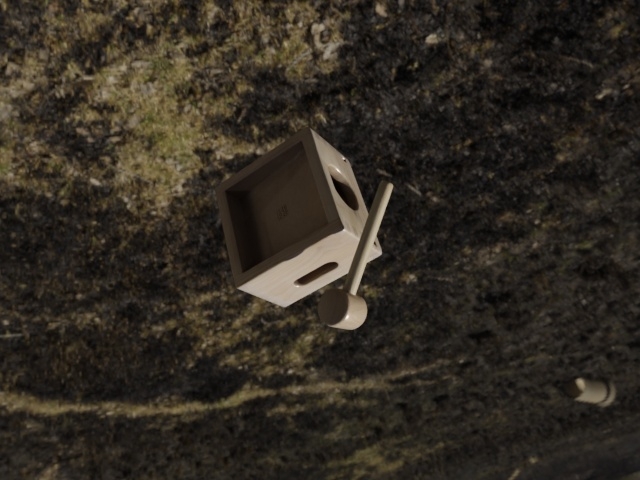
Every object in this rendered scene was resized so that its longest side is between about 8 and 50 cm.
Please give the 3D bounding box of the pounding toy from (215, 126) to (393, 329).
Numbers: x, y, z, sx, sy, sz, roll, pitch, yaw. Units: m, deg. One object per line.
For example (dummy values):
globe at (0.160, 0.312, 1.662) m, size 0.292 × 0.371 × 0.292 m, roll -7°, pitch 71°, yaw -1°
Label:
pounding toy at (0.009, 0.000, 0.577) m, size 0.181 × 0.206 × 0.094 m, roll -30°, pitch 148°, yaw 21°
